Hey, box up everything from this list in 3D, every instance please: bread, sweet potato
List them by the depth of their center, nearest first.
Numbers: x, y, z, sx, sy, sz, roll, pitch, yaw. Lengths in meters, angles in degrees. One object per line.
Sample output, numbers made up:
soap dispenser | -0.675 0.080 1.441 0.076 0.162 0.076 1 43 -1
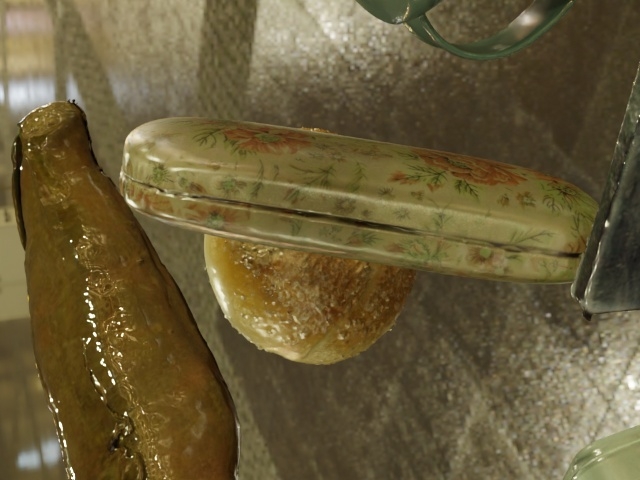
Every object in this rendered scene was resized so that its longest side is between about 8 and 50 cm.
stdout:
sweet potato | -0.075 0.071 0.460 0.112 0.085 0.285 -37 67 49
bread | 0.000 0.000 1.260 0.159 0.306 0.305 -30 68 54

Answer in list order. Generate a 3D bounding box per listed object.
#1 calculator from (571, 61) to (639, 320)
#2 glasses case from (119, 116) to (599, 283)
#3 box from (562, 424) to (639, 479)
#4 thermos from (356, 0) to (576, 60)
calculator | 0.214 -0.068 0.458 0.021 0.161 0.261 -105 16 -50
glasses case | 0.038 -0.037 0.890 0.156 0.426 0.098 -94 13 -72
box | 0.291 0.289 0.882 0.311 0.175 0.182 89 161 -55
thermos | 0.132 -0.225 0.599 0.145 0.286 0.182 37 162 47
